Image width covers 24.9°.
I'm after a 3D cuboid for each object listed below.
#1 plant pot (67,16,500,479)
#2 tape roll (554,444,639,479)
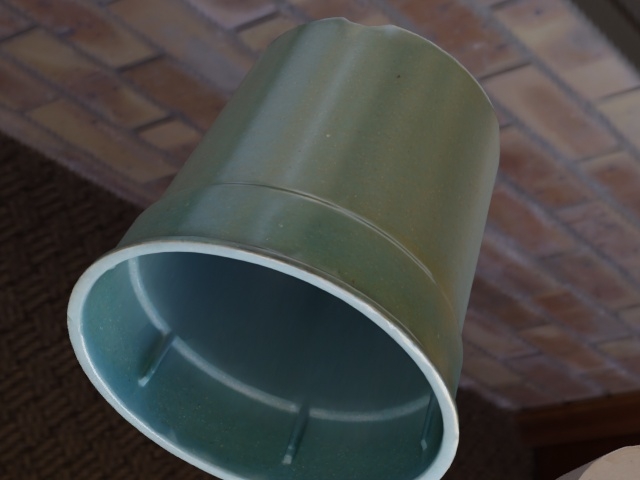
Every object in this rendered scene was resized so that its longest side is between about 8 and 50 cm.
[{"bbox_3d":[0.000,0.000,1.284,0.341,0.341,0.334,51,45,-31],"label":"plant pot"},{"bbox_3d":[0.261,0.276,1.146,0.219,0.072,0.219,10,63,-20],"label":"tape roll"}]
